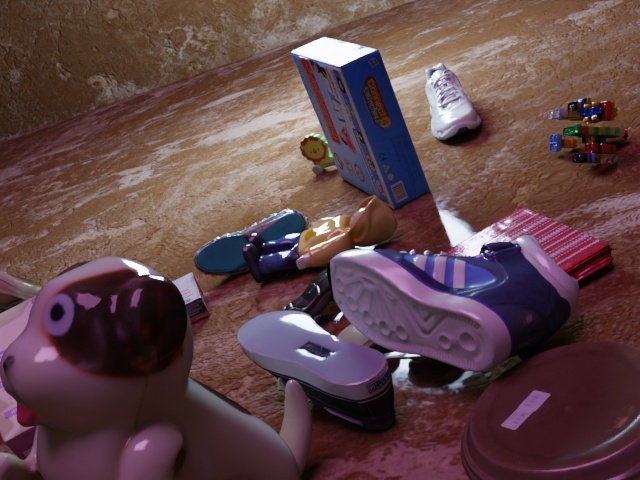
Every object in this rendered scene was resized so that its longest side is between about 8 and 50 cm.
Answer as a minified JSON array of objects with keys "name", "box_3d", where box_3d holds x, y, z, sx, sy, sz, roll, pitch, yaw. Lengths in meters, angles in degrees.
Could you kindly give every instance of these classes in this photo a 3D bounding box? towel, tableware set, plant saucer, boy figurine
[{"name":"towel","box_3d":[0.301,0.032,1.531,0.199,0.031,0.275,-29,21,-8]},{"name":"tableware set","box_3d":[0.107,0.146,1.459,0.194,0.039,0.128,-10,31,38]},{"name":"plant saucer","box_3d":[0.291,0.202,1.149,0.278,0.041,0.278,-21,23,9]},{"name":"boy figurine","box_3d":[0.000,0.000,1.827,0.285,0.092,0.177,-18,20,22]}]

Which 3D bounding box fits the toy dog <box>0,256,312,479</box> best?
[{"name":"toy dog","box_3d":[-0.189,0.214,1.111,0.395,0.407,0.285,-33,24,-20]}]

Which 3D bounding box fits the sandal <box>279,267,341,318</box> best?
[{"name":"sandal","box_3d":[0.010,0.101,1.642,0.219,0.060,0.090,-43,19,-8]}]

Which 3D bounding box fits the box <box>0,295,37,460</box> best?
[{"name":"box","box_3d":[-0.424,0.211,1.609,0.214,0.117,0.243,-28,52,-10]}]

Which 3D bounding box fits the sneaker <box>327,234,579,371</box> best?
[{"name":"sneaker","box_3d":[0.195,0.062,1.375,0.236,0.130,0.323,-26,31,-36]}]

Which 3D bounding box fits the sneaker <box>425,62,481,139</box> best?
[{"name":"sneaker","box_3d":[0.281,-0.310,2.208,0.110,0.118,0.292,-20,24,6]}]

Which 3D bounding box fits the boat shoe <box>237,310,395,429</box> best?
[{"name":"boat shoe","box_3d":[-0.005,0.184,1.401,0.113,0.104,0.306,-34,30,-33]}]

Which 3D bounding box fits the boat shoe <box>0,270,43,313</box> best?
[{"name":"boat shoe","box_3d":[-0.734,0.124,2.286,0.302,0.109,0.098,4,74,48]}]

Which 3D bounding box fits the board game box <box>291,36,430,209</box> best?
[{"name":"board game box","box_3d":[0.077,-0.245,2.012,0.086,0.308,0.302,-27,23,-10]}]

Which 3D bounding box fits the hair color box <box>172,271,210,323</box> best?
[{"name":"hair color box","box_3d":[-0.258,0.114,1.886,0.072,0.043,0.141,-26,21,-4]}]

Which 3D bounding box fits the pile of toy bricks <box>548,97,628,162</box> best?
[{"name":"pile of toy bricks","box_3d":[0.498,-0.195,1.782,0.105,0.118,0.212,2,2,-10]}]

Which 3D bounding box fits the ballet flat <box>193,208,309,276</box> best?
[{"name":"ballet flat","box_3d":[-0.133,0.012,1.969,0.241,0.091,0.077,-21,-8,-4]}]

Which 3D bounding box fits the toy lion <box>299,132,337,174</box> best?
[{"name":"toy lion","box_3d":[0.004,-0.203,2.266,0.100,0.096,0.034,-9,26,31]}]
